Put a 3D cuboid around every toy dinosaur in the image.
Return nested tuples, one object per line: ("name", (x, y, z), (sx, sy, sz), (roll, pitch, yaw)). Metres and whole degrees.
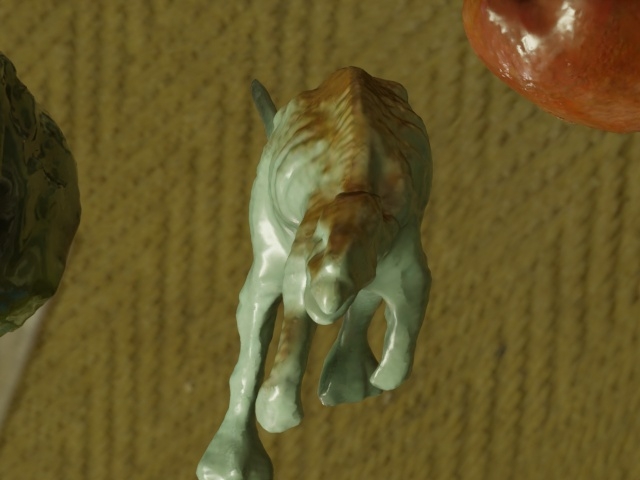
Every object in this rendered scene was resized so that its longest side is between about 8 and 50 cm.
("toy dinosaur", (0.000, 0.000, 0.792), (0.092, 0.393, 0.205), (7, 117, -1))

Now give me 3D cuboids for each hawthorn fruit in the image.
("hawthorn fruit", (0.203, -0.193, 1.333), (0.211, 0.299, 0.211), (-7, 81, 46))

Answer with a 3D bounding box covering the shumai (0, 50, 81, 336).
("shumai", (-0.270, -0.041, 0.945), (0.309, 0.263, 0.304), (-26, 84, 25))
